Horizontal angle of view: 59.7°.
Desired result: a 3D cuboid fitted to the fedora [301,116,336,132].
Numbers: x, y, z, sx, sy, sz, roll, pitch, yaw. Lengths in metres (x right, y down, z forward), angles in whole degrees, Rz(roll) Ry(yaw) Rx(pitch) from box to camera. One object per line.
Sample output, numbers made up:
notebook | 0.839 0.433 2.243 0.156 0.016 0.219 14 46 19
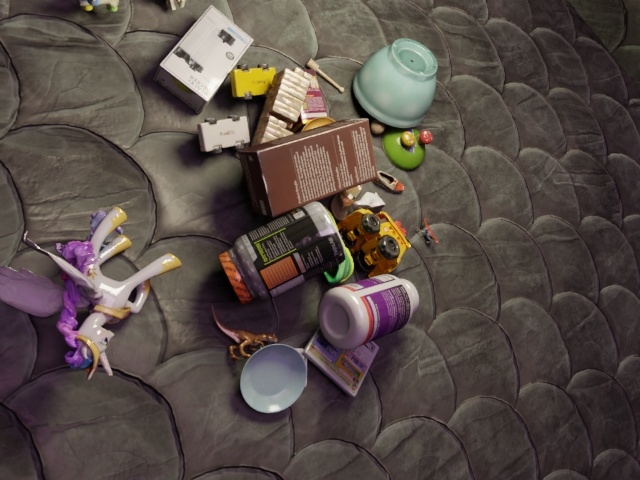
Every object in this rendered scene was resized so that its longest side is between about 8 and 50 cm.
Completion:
fedora | 0.021 -0.299 1.782 0.194 0.079 0.194 -14 116 -31

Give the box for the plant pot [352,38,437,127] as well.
plant pot | 0.283 -0.567 1.934 0.293 0.196 0.293 11 55 -17

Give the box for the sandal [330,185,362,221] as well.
sandal | 0.090 -0.142 1.836 0.072 0.049 0.180 43 60 -13

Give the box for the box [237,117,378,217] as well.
box | -0.029 -0.220 1.633 0.381 0.143 0.191 -22 111 -29

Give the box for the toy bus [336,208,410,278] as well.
toy bus | 0.188 -0.021 1.815 0.220 0.149 0.211 54 45 -4

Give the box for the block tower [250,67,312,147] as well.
block tower | -0.132 -0.356 1.694 0.091 0.097 0.335 21 83 -27

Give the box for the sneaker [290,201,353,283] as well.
sneaker | 0.000 0.000 1.695 0.295 0.109 0.123 57 32 -5

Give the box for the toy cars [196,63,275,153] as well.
toy cars | -0.261 -0.401 1.681 0.176 0.087 0.394 50 55 -45

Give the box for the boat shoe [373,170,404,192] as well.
boat shoe | 0.241 -0.205 1.946 0.137 0.043 0.049 23 64 -24

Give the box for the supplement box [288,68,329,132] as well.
supplement box | -0.055 -0.456 1.821 0.104 0.081 0.188 -11 83 -31

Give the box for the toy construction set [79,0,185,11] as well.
toy construction set | -0.545 -0.748 1.578 0.327 0.151 0.215 -21 63 -40

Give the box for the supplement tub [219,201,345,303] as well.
supplement tub | -0.106 0.039 1.542 0.316 0.193 0.194 -25 90 -7

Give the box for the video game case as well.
video game case | 0.066 0.332 1.691 0.212 0.023 0.193 45 51 -13

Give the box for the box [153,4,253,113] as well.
box | -0.346 -0.543 1.673 0.169 0.087 0.290 38 61 -16

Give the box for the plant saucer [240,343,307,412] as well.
plant saucer | -0.133 0.377 1.543 0.195 0.037 0.195 -3 98 -23

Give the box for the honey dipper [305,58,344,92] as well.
honey dipper | 0.020 -0.565 1.926 0.160 0.030 0.030 35 62 -19

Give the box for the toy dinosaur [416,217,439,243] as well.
toy dinosaur | 0.385 -0.037 1.971 0.047 0.090 0.082 -36 128 -47

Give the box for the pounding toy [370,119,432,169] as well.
pounding toy | 0.309 -0.375 1.993 0.237 0.110 0.183 49 58 -10

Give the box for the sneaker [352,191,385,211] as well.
sneaker | 0.152 -0.127 1.866 0.152 0.053 0.061 -9 66 -48

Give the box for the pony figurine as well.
pony figurine | -0.545 0.096 1.301 0.351 0.303 0.363 46 44 -21

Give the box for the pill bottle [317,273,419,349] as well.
pill bottle | 0.155 0.205 1.680 0.323 0.181 0.181 -10 81 -45

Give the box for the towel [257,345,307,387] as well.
towel | -0.106 0.363 1.598 0.152 0.023 0.113 10 71 -27

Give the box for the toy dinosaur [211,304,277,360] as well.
toy dinosaur | -0.225 0.270 1.545 0.211 0.064 0.112 22 54 -25
